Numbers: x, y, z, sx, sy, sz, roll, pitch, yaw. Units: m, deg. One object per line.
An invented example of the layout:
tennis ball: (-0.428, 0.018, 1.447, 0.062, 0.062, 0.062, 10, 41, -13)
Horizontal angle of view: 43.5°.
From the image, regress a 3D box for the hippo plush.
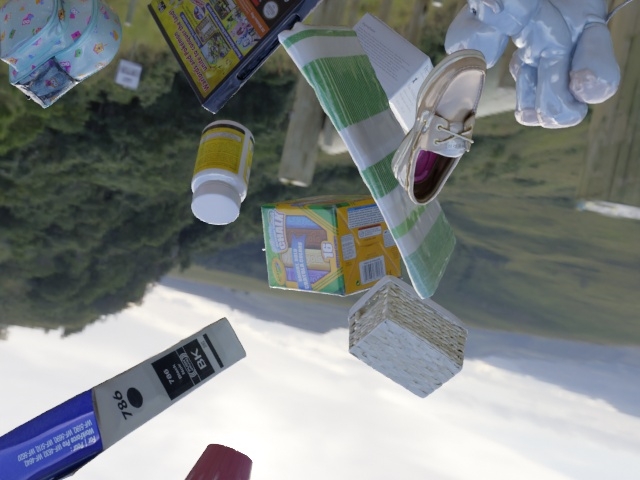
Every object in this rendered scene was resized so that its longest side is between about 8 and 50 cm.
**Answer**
hippo plush: (0.336, -0.325, 1.265, 0.237, 0.294, 0.234, 16, -138, -23)

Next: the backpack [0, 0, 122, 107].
backpack: (-0.428, -0.337, 1.317, 0.188, 0.165, 0.144, -22, 145, 9)

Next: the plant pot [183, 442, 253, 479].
plant pot: (-0.258, 0.619, 2.013, 0.201, 0.180, 0.201, 16, 147, 10)

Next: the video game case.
video game case: (-0.128, -0.359, 1.186, 0.035, 0.248, 0.274, 28, -155, -50)

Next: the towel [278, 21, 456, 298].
towel: (0.068, -0.108, 0.957, 0.038, 0.324, 0.248, -25, -174, 20)

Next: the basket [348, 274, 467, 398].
basket: (0.133, 0.153, 1.248, 0.167, 0.113, 0.103, 34, -145, -14)

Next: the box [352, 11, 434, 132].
box: (0.144, -0.346, 1.665, 0.182, 0.119, 0.181, 44, -176, 25)

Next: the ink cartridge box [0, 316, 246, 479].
ink cartridge box: (-0.225, 0.180, 0.860, 0.165, 0.065, 0.333, -29, 179, 23)

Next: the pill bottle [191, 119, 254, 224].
pill bottle: (-0.210, -0.145, 1.706, 0.119, 0.208, 0.119, 3, 142, 2)

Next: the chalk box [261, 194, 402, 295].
chalk box: (0.000, 0.000, 1.649, 0.180, 0.179, 0.289, -13, -168, -42)

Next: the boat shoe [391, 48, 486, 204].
boat shoe: (0.117, -0.099, 0.748, 0.063, 0.059, 0.170, -4, 144, -18)
